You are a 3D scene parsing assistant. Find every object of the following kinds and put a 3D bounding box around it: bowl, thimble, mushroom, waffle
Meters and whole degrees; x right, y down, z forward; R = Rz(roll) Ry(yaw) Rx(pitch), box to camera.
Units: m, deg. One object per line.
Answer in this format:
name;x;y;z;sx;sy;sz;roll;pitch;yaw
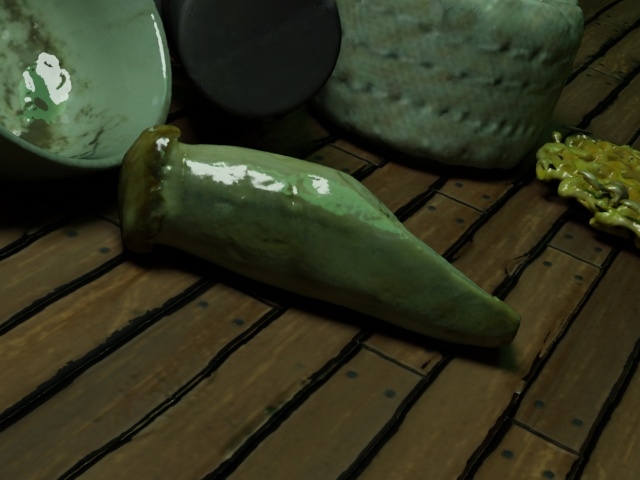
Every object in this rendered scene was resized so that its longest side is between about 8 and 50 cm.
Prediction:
bowl;-0.273;-0.163;1.017;0.289;0.146;0.289;32;45;-40
thimble;0.123;-0.215;1.359;0.292;0.195;0.291;16;21;-6
mushroom;0.001;-0.004;0.974;0.333;0.107;0.087;16;-1;-1
waffle;0.369;-0.038;1.317;0.281;0.060;0.262;32;26;24

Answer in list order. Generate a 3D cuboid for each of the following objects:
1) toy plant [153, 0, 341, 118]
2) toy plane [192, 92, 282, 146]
toy plant;-0.080;-0.263;1.249;0.185;0.279;0.400;20;19;-19
toy plane;-0.077;-0.122;1.238;0.049;0.031;0.121;-15;38;-39
